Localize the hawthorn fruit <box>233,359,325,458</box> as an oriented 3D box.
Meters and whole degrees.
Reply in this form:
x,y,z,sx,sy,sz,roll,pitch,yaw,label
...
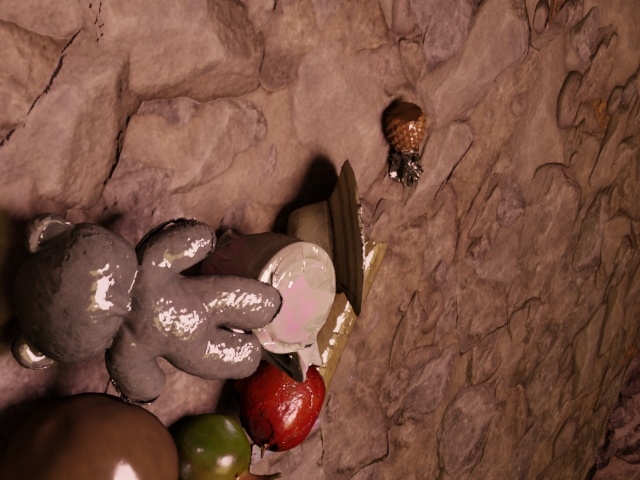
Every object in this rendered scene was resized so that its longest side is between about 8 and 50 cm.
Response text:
x,y,z,sx,sy,sz,roll,pitch,yaw,label
-0.072,0.269,1.452,0.148,0.148,0.172,55,39,-49,hawthorn fruit

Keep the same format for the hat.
x,y,z,sx,sy,sz,roll,pitch,yaw,label
0.000,0.000,1.426,0.109,0.252,0.252,-4,120,-4,hat

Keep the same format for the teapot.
x,y,z,sx,sy,sz,roll,pitch,yaw,label
-0.072,0.078,1.343,0.163,0.178,0.221,-55,136,-15,teapot

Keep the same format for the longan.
x,y,z,sx,sy,sz,roll,pitch,yaw,label
-0.292,0.312,1.164,0.248,0.248,0.248,-27,128,-40,longan

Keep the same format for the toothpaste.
x,y,z,sx,sy,sz,roll,pitch,yaw,label
-0.060,0.350,1.622,0.169,0.028,0.045,-19,129,-43,toothpaste

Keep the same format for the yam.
x,y,z,sx,sy,sz,roll,pitch,yaw,label
0.015,0.164,1.574,0.083,0.083,0.372,29,84,-53,yam

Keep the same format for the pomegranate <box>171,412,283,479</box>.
x,y,z,sx,sy,sz,roll,pitch,yaw,label
-0.144,0.351,1.386,0.131,0.191,0.152,-39,139,-53,pomegranate

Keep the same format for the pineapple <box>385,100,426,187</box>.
x,y,z,sx,sy,sz,roll,pitch,yaw,label
0.149,-0.160,1.579,0.074,0.074,0.159,-42,145,-29,pineapple

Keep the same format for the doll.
x,y,z,sx,sy,sz,roll,pitch,yaw,label
-0.223,0.082,1.151,0.340,0.158,0.246,9,104,-35,doll
